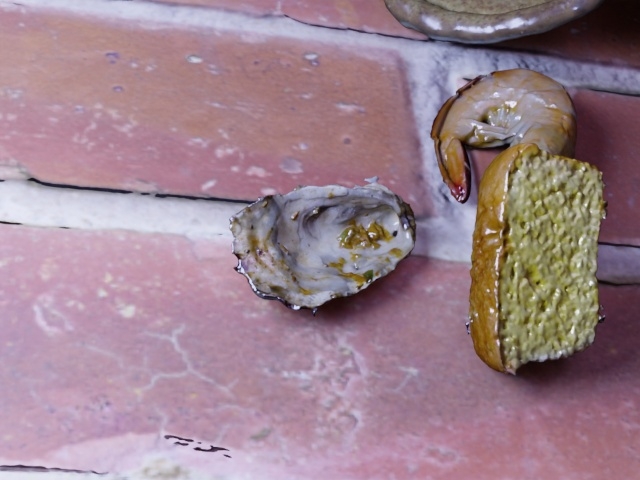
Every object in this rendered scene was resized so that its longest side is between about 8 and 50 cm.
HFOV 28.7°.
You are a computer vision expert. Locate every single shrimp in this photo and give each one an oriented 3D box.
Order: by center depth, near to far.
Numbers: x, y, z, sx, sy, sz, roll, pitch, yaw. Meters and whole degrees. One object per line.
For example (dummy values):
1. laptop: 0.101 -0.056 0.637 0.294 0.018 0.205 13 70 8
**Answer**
1. shrimp: 0.163 -0.074 1.134 0.132 0.053 0.236 14 53 1

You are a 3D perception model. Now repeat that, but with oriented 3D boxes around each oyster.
1. oyster: 0.008 -0.001 1.027 0.177 0.056 0.105 -29 72 -32

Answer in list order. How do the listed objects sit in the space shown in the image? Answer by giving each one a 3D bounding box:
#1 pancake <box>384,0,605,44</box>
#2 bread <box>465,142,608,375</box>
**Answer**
1. pancake: 0.196 -0.312 1.242 0.288 0.033 0.286 9 67 27
2. bread: 0.175 0.017 1.023 0.103 0.065 0.188 3 82 -24
